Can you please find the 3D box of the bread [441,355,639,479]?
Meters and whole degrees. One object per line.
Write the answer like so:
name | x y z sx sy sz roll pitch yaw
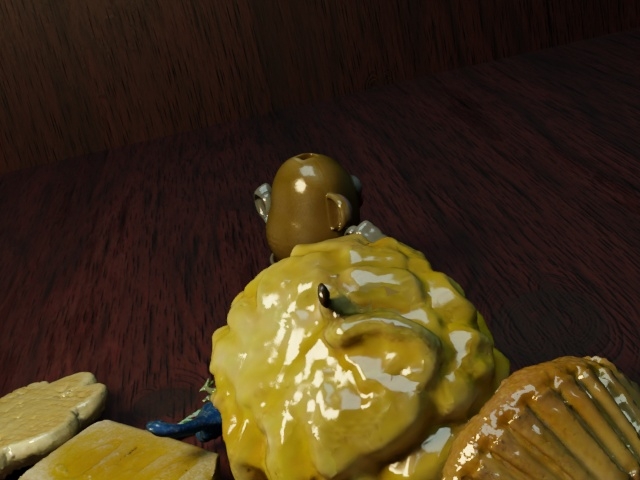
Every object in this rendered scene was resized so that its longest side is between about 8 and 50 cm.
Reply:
bread | 0.215 0.238 0.833 0.274 0.274 0.149 -25 34 -29

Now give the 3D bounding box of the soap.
soap | -0.223 0.304 1.134 0.257 0.080 0.160 5 27 37

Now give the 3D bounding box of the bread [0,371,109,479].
bread | -0.440 0.271 1.311 0.316 0.054 0.316 -18 11 3

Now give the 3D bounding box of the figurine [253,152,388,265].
figurine | 0.000 0.001 1.486 0.342 0.285 0.167 4 29 38

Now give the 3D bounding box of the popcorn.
popcorn | 0.063 0.175 1.025 0.349 0.381 0.349 -15 61 29

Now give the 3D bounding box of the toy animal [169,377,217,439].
toy animal | -0.162 0.235 1.330 0.217 0.041 0.075 -27 27 -22

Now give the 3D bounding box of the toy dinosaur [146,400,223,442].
toy dinosaur | -0.085 0.224 1.171 0.247 0.075 0.188 2 -6 -5
